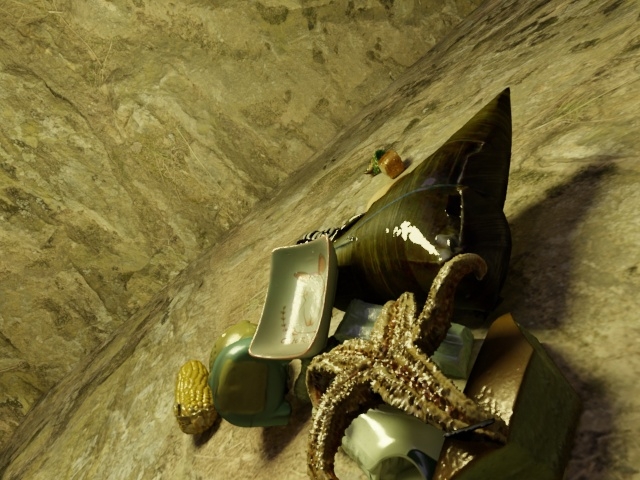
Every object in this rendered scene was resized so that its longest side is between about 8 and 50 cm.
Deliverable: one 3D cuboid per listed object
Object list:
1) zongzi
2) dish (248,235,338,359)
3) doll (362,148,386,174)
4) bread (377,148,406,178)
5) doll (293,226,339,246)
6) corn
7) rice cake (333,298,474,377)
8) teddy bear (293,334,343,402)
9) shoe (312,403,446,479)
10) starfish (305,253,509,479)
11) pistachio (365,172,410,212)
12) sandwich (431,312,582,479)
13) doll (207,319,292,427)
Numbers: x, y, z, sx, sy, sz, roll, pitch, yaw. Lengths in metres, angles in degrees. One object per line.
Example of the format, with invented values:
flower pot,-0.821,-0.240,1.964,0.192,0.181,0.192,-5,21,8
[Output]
zongzi,0.182,-0.063,0.843,0.403,0.208,0.432,-18,46,53
dish,-0.033,0.109,0.764,0.151,0.077,0.212,-14,55,39
doll,0.209,-0.262,1.560,0.078,0.076,0.113,-26,-26,-42
bread,0.234,-0.254,1.437,0.070,0.076,0.083,-37,21,4
doll,0.000,0.000,1.356,0.219,0.067,0.091,-7,35,49
corn,-0.320,0.386,1.086,0.106,0.106,0.293,-45,17,-10
rice cake,0.132,0.152,0.696,0.226,0.040,0.085,8,48,36
teddy bear,0.026,0.217,0.767,0.213,0.111,0.133,-22,31,47
shoe,0.071,0.275,0.585,0.265,0.095,0.110,-20,29,42
starfish,0.097,0.148,0.522,0.312,0.113,0.303,-44,12,-7
pistachio,0.204,-0.074,1.029,0.229,0.157,0.157,-45,19,-27
sandwich,0.215,0.192,0.488,0.096,0.094,0.258,-21,29,56
doll,-0.148,0.265,0.887,0.261,0.161,0.177,172,99,-76
